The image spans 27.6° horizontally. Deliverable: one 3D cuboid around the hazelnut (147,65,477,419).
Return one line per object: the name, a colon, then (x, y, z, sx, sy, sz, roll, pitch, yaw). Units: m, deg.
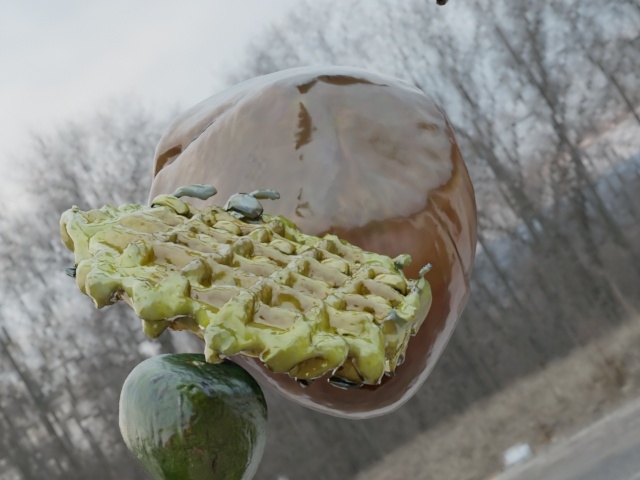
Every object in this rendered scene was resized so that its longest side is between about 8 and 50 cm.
hazelnut: (0.000, 0.000, 1.277, 0.315, 0.372, 0.372, -22, -3, -1)

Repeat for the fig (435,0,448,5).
fig: (0.089, -0.369, 1.287, 0.149, 0.202, 0.148, 16, -46, -32)

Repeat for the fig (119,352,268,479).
fig: (-0.106, 0.171, 1.072, 0.123, 0.156, 0.123, 6, 15, -2)

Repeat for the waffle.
waffle: (-0.041, 0.030, 0.877, 0.280, 0.262, 0.060, 8, -70, -32)
